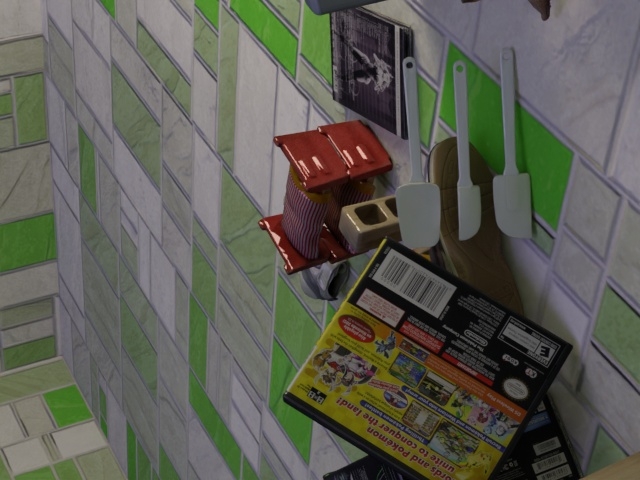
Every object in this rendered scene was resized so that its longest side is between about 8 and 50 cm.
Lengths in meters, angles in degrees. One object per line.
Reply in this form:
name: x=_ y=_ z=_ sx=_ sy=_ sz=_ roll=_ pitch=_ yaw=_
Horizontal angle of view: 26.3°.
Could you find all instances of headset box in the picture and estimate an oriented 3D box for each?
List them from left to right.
headset box: x=0.167 y=0.322 z=1.849 sx=0.131 sy=0.246 sz=0.283 roll=69 pitch=157 yaw=12

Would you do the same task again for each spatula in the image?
spatula: x=0.174 y=-0.113 z=1.701 sx=0.019 sy=0.168 sz=0.242 roll=-64 pitch=-30 yaw=-75

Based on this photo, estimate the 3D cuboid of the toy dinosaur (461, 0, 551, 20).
toy dinosaur: x=0.236 y=-0.360 z=1.458 sx=0.200 sy=0.127 sz=0.295 roll=-5 pitch=119 yaw=29

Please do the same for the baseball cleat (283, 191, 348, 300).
baseball cleat: x=0.000 y=0.000 z=2.267 sx=0.109 sy=0.072 sz=0.206 roll=8 pitch=117 yaw=50

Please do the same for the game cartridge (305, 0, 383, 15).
game cartridge: x=0.061 y=-0.423 z=1.702 sx=0.060 sy=0.196 sz=0.294 roll=53 pitch=149 yaw=42

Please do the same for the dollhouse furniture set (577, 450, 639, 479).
dollhouse furniture set: x=0.348 y=0.422 z=1.476 sx=0.303 sy=0.286 sz=0.198 roll=43 pitch=149 yaw=55

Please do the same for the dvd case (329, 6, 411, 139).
dvd case: x=0.072 y=-0.255 z=1.997 sx=0.221 sy=0.018 sz=0.164 roll=37 pitch=135 yaw=55

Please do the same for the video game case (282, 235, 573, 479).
video game case: x=0.133 y=0.165 z=1.699 sx=0.275 sy=0.248 sz=0.035 roll=31 pitch=164 yaw=9

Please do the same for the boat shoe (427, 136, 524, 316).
boat shoe: x=0.187 y=0.006 z=1.800 sx=0.092 sy=0.103 sz=0.285 roll=-3 pitch=107 yaw=61

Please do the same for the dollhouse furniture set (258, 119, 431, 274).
dollhouse furniture set: x=0.063 y=0.018 z=2.011 sx=0.374 sy=0.152 sz=0.201 roll=57 pitch=151 yaw=35
